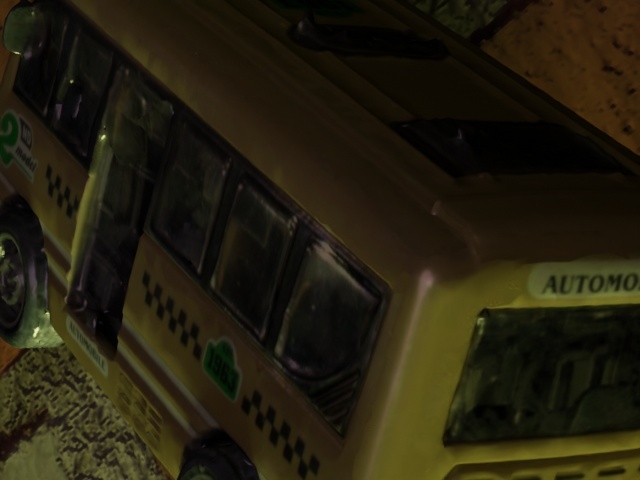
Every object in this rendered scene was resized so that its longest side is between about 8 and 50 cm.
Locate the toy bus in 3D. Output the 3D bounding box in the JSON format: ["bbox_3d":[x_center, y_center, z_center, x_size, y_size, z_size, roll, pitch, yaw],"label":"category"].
[{"bbox_3d":[0.000,0.000,0.801,0.365,0.177,0.202,41,126,50],"label":"toy bus"}]
